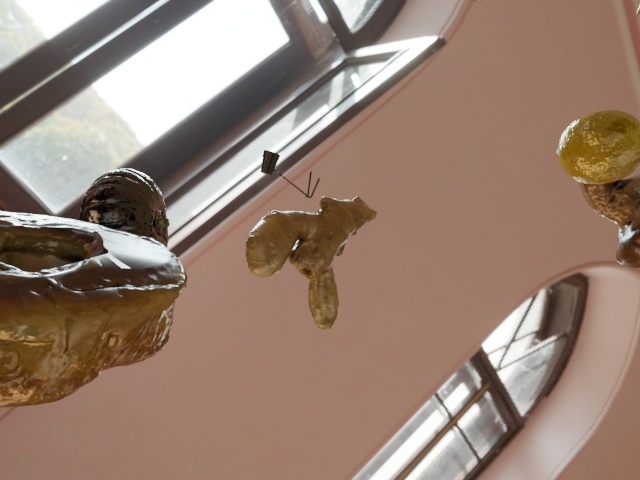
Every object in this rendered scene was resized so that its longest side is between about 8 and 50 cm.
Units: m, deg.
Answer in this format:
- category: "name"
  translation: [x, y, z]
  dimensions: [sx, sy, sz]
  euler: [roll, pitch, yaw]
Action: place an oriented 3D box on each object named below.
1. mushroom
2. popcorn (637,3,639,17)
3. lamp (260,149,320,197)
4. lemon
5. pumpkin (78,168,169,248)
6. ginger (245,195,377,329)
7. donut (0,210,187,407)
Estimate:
- category: "mushroom"
  translation: [0.766, -0.078, 1.217]
  dimensions: [0.254, 0.267, 0.267]
  euler: [53, -8, 38]
- category: "popcorn"
  translation: [0.487, -0.300, 0.551]
  dimensions: [0.235, 0.242, 0.250]
  euler: [49, -9, 27]
- category: "lamp"
  translation: [-0.060, -0.122, 0.947]
  dimensions: [0.121, 0.054, 0.041]
  euler: [19, -2, -33]
- category: "lemon"
  translation: [0.413, -0.137, 0.753]
  dimensions: [0.133, 0.109, 0.109]
  euler: [5, -44, 54]
- category: "pumpkin"
  translation: [-0.340, -0.027, 0.902]
  dimensions: [0.202, 0.140, 0.201]
  euler: [-2, 90, -89]
- category: "ginger"
  translation: [-0.020, -0.007, 1.231]
  dimensions: [0.122, 0.348, 0.363]
  euler: [-5, -34, 43]
- category: "donut"
  translation: [-0.328, 0.067, 0.578]
  dimensions: [0.330, 0.159, 0.330]
  euler: [12, 10, -2]
